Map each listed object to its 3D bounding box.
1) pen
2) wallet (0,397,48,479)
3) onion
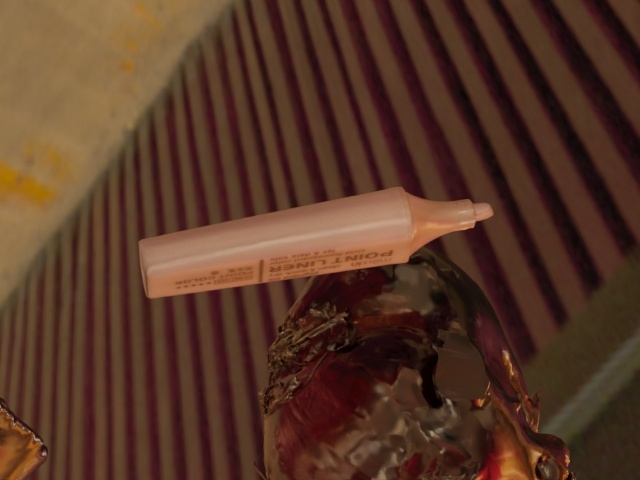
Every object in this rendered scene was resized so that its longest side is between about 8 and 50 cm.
[{"bbox_3d":[0.000,0.000,1.022,0.197,0.032,0.053,-11,155,-7],"label":"pen"},{"bbox_3d":[-0.319,0.188,0.850,0.406,0.062,0.228,-42,153,-7],"label":"wallet"},{"bbox_3d":[0.062,0.129,1.526,0.280,0.281,0.221,8,146,-10],"label":"onion"}]
